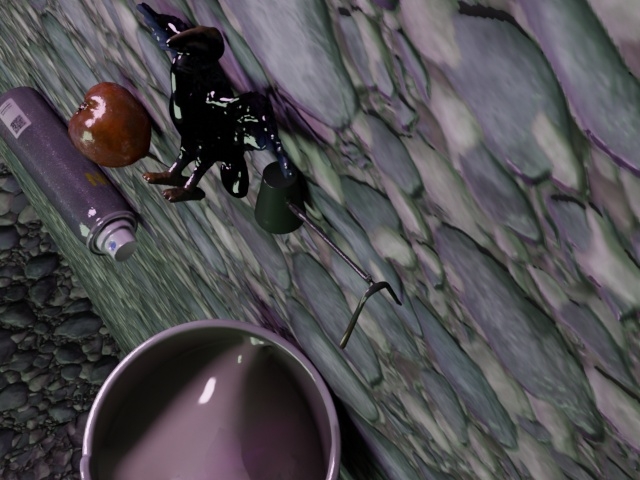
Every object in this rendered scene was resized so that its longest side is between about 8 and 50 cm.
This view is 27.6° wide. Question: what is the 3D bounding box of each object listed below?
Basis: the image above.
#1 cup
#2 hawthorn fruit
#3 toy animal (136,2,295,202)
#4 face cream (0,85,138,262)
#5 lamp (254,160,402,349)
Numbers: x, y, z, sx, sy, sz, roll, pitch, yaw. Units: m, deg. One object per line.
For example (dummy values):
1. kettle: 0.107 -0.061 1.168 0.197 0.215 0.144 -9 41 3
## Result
1. cup: -0.061 0.220 1.184 0.289 0.219 0.258 20 161 7
2. hawthorn fruit: -0.159 -0.085 1.087 0.103 0.067 0.067 32 178 -25
3. toy animal: -0.065 -0.073 0.755 0.220 0.062 0.108 43 131 50
4. face cream: -0.307 -0.078 1.585 0.283 0.073 0.073 48 166 30
5. lamp: -0.001 -0.001 0.753 0.121 0.041 0.054 52 159 29
